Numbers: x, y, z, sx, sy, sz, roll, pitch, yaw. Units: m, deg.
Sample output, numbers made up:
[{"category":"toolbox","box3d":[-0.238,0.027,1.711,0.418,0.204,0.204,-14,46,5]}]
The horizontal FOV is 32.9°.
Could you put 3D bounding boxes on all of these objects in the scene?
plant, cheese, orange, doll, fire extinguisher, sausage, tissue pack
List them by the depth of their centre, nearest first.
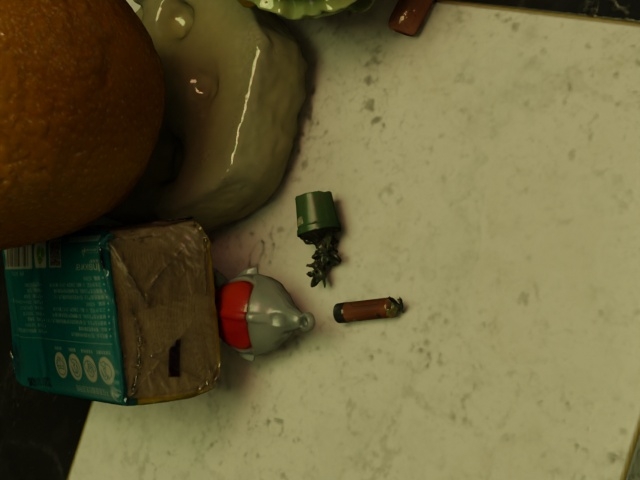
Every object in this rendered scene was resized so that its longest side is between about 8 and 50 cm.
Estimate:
[{"category":"orange","box3d":[-0.318,-0.143,1.086,0.322,0.357,0.322,4,97,33]},{"category":"fire extinguisher","box3d":[0.051,0.070,1.114,0.083,0.028,0.022,-9,50,34]},{"category":"sausage","box3d":[0.103,-0.258,1.153,0.034,0.034,0.083,31,96,37]},{"category":"plant","box3d":[0.000,0.000,1.157,0.051,0.051,0.102,-13,82,33]},{"category":"doll","box3d":[-0.086,0.079,1.182,0.227,0.075,0.102,0,93,46]},{"category":"tissue pack","box3d":[-0.236,0.075,1.206,0.271,0.134,0.192,0,98,52]},{"category":"cheese","box3d":[-0.163,-0.156,1.270,0.326,0.115,0.318,-38,60,22]}]

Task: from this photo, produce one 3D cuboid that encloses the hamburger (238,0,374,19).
[{"category":"hamburger","box3d":[-0.020,-0.357,1.087,0.274,0.212,0.274,2,100,11]}]
